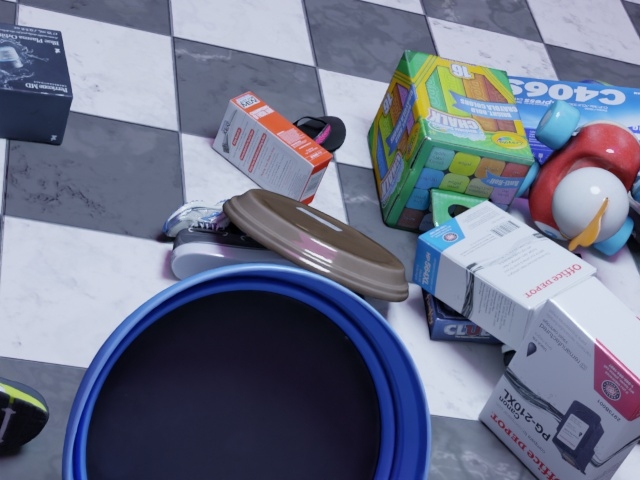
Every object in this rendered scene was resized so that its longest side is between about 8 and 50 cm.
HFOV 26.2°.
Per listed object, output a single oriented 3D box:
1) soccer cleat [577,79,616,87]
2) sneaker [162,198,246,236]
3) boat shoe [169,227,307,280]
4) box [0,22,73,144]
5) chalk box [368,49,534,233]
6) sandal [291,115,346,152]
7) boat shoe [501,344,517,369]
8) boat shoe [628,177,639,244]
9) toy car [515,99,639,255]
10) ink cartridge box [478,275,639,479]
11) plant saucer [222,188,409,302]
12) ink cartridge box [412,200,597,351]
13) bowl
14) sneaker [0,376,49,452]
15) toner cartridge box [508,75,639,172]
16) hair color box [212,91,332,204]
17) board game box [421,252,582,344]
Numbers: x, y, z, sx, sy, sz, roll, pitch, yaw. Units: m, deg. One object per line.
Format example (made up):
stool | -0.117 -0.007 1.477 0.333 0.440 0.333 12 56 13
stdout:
soccer cleat | 0.578 -0.208 2.450 0.289 0.093 0.121 27 31 2
sneaker | -0.151 -0.021 1.877 0.135 0.052 0.058 -12 55 -37
boat shoe | -0.089 0.025 1.841 0.228 0.080 0.076 6 43 -11
box | -0.438 -0.224 1.926 0.156 0.093 0.158 4 43 -24
chalk box | 0.197 -0.122 2.074 0.180 0.179 0.289 10 40 -17
sandal | -0.022 -0.164 2.118 0.179 0.040 0.067 -20 55 -42
boat shoe | 0.393 0.196 1.871 0.302 0.114 0.091 8 80 2
boat shoe | 0.534 -0.036 2.243 0.112 0.095 0.335 -12 45 -21
toy car | 0.392 -0.052 2.064 0.219 0.210 0.238 32 34 -6
ink cartridge box | 0.326 0.192 1.732 0.100 0.237 0.172 -22 57 -40
plant saucer | 0.000 0.000 1.841 0.278 0.041 0.278 25 10 -5
ink cartridge box | 0.249 0.048 1.874 0.148 0.086 0.203 -25 47 -36
bowl | -0.076 0.217 1.419 0.391 0.391 0.077 7 2 -21
sneaker | -0.437 0.138 1.498 0.300 0.111 0.121 21 34 -8
toner cartridge box | 0.450 -0.190 2.283 0.347 0.075 0.165 7 38 10
hair color box | -0.071 -0.130 2.011 0.167 0.093 0.053 39 39 16
board game box | 0.267 0.078 1.958 0.243 0.042 0.165 4 41 -10
